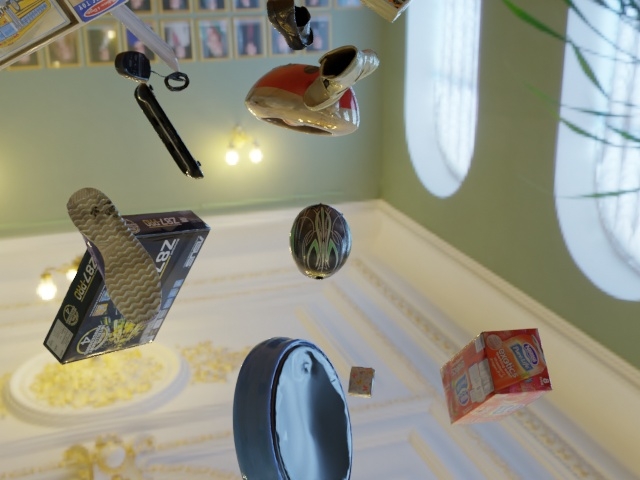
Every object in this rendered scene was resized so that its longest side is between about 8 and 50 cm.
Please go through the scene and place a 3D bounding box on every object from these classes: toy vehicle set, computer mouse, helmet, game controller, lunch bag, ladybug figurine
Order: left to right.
[{"bbox_3d":[-0.425,-0.420,2.098,0.041,0.071,0.242,-4,171,36],"label":"computer mouse"},{"bbox_3d":[-0.434,-0.316,2.421,0.067,0.319,0.166,-36,-161,-14],"label":"game controller"},{"bbox_3d":[-0.043,-0.396,2.336,0.305,0.161,0.449,14,-178,-27],"label":"ladybug figurine"},{"bbox_3d":[0.000,0.000,2.032,0.170,0.161,0.169,3,-124,-4],"label":"helmet"},{"bbox_3d":[0.098,-0.638,2.002,0.267,0.035,0.166,34,-138,0],"label":"toy vehicle set"},{"bbox_3d":[0.118,0.401,2.375,0.071,0.083,0.053,4,159,9],"label":"lunch bag"}]

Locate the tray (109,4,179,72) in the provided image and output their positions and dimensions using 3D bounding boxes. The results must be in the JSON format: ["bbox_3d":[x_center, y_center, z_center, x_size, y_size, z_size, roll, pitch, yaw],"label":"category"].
[{"bbox_3d":[-0.482,-0.568,2.260,0.030,0.270,0.145,-43,-143,8],"label":"tray"}]

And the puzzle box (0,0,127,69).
[{"bbox_3d":[-0.557,-0.405,1.378,0.409,0.272,0.052,-29,-120,-1],"label":"puzzle box"}]

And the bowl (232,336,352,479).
[{"bbox_3d":[-0.042,0.386,1.697,0.077,0.390,0.391,-13,-167,24],"label":"bowl"}]

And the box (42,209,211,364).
[{"bbox_3d":[-0.480,0.111,2.086,0.097,0.394,0.318,39,-157,22],"label":"box"}]

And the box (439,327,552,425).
[{"bbox_3d":[0.345,0.278,1.678,0.123,0.128,0.257,-1,155,-14],"label":"box"}]

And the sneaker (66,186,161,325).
[{"bbox_3d":[-0.391,0.039,1.648,0.102,0.293,0.146,-27,167,-11],"label":"sneaker"}]

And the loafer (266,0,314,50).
[{"bbox_3d":[-0.056,-0.524,2.028,0.079,0.080,0.220,-8,172,19],"label":"loafer"}]

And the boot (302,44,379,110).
[{"bbox_3d":[0.024,-0.381,1.951,0.213,0.077,0.165,-32,175,21],"label":"boot"}]
